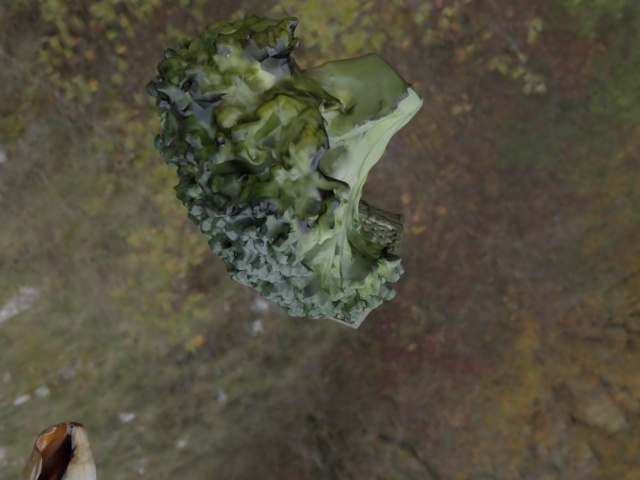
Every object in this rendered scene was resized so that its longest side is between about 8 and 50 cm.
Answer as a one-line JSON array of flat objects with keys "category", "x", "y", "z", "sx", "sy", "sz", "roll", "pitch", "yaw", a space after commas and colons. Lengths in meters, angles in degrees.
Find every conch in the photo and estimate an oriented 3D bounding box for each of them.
[{"category": "conch", "x": -0.413, "y": 0.392, "z": 1.999, "sx": 0.158, "sy": 0.127, "sz": 0.255, "roll": 7, "pitch": 99, "yaw": -28}]

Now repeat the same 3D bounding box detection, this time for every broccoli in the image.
[{"category": "broccoli", "x": -0.047, "y": -0.078, "z": 1.316, "sx": 0.272, "sy": 0.324, "sz": 0.334, "roll": -65, "pitch": 156, "yaw": -11}]

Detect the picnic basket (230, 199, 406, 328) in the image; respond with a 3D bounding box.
[{"category": "picnic basket", "x": 0.000, "y": 0.000, "z": 1.775, "sx": 0.134, "sy": 0.196, "sz": 0.154, "roll": 122, "pitch": -11, "yaw": -55}]
